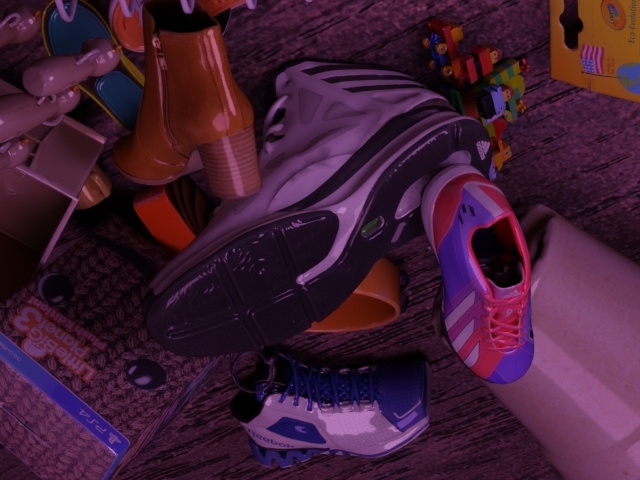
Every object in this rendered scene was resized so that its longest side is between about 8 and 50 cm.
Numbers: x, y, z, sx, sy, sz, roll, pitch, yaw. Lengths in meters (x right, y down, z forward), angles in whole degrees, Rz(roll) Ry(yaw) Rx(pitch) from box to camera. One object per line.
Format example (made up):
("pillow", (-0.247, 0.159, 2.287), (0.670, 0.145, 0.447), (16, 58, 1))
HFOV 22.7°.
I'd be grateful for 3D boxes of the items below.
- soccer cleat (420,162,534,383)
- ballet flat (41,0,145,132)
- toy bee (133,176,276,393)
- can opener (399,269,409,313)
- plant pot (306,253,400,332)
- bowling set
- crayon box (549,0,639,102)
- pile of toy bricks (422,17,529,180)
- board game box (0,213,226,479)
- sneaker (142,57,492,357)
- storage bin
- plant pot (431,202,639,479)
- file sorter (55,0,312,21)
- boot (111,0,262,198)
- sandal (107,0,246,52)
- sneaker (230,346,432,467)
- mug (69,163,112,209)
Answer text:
("soccer cleat", (0.199, 0.061, 1.841), (0.109, 0.116, 0.318), (-28, 127, -14))
("ballet flat", (-0.267, -0.213, 1.877), (0.077, 0.077, 0.231), (-37, 136, -1))
("toy bee", (-0.146, 0.035, 2.133), (0.195, 0.162, 0.298), (0, 115, 15))
("can opener", (0.032, 0.054, 2.197), (0.186, 0.073, 0.059), (9, 148, 6))
("plant pot", (0.000, 0.000, 2.007), (0.205, 0.187, 0.205), (2, 162, 1))
("bowling set", (-0.353, -0.194, 1.716), (0.287, 0.154, 0.199), (-32, 90, 38))
("crayon box", (0.414, -0.236, 1.763), (0.319, 0.081, 0.202), (17, 145, 20))
("pile of toy bricks", (0.205, -0.178, 1.899), (0.105, 0.118, 0.212), (-33, 129, -18))
("board game box", (-0.278, 0.145, 1.979), (0.232, 0.291, 0.141), (39, 134, 5))
("sneaker", (-0.043, -0.053, 1.878), (0.448, 0.257, 0.169), (-32, 134, -11))
("storage bin", (-0.434, -0.071, 1.979), (0.260, 0.123, 0.262), (29, 135, -7))
("plant pot", (0.325, 0.125, 2.100), (0.305, 0.333, 0.334), (37, 129, -21))
("file sorter", (-0.143, -0.345, 1.643), (0.278, 0.173, 0.192), (-4, 140, 6))
("boot", (-0.166, -0.169, 1.780), (0.104, 0.295, 0.211), (-25, 113, -29))
("sandal", (-0.134, -0.271, 1.803), (0.265, 0.076, 0.102), (-22, 134, 26))
("sneaker", (-0.004, 0.237, 2.357), (0.316, 0.127, 0.182), (-16, 139, 22))
("mug", (-0.302, -0.084, 2.044), (0.078, 0.062, 0.064), (-9, 130, 24))
